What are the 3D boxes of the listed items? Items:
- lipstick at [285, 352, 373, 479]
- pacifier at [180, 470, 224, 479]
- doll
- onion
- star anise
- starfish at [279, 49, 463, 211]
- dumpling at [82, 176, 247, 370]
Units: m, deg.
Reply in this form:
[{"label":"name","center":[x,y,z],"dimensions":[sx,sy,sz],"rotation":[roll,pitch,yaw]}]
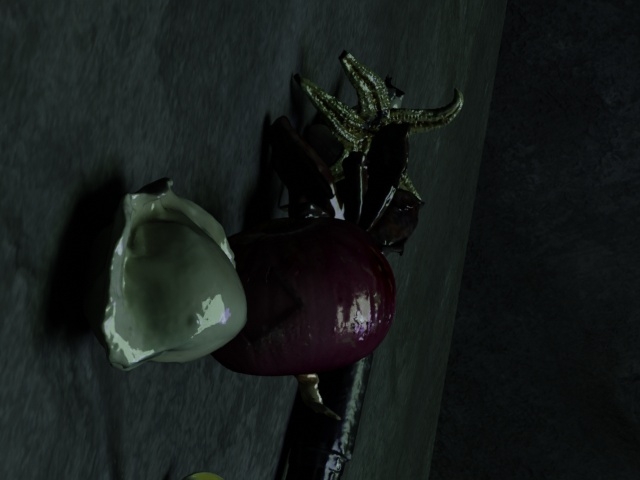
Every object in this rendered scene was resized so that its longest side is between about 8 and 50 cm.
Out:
[{"label":"lipstick","center":[-0.004,0.262,2.043],"dimensions":[0.081,0.081,0.299],"rotation":[69,34,-72]},{"label":"pacifier","center":[-0.120,0.240,1.512],"dimensions":[0.083,0.068,0.064],"rotation":[-58,-159,-9]},{"label":"doll","center":[0.040,-0.087,1.840],"dimensions":[0.192,0.095,0.149],"rotation":[-49,147,-64]},{"label":"onion","center":[-0.023,0.051,1.434],"dimensions":[0.177,0.177,0.153],"rotation":[-63,159,-54]},{"label":"star anise","center":[0.000,0.004,1.631],"dimensions":[0.282,0.129,0.212],"rotation":[-67,155,-12]},{"label":"starfish","center":[0.044,-0.101,1.714],"dimensions":[0.217,0.050,0.223],"rotation":[-39,124,-7]},{"label":"dumpling","center":[-0.110,0.022,1.162],"dimensions":[0.188,0.108,0.127],"rotation":[-12,88,-64]}]
